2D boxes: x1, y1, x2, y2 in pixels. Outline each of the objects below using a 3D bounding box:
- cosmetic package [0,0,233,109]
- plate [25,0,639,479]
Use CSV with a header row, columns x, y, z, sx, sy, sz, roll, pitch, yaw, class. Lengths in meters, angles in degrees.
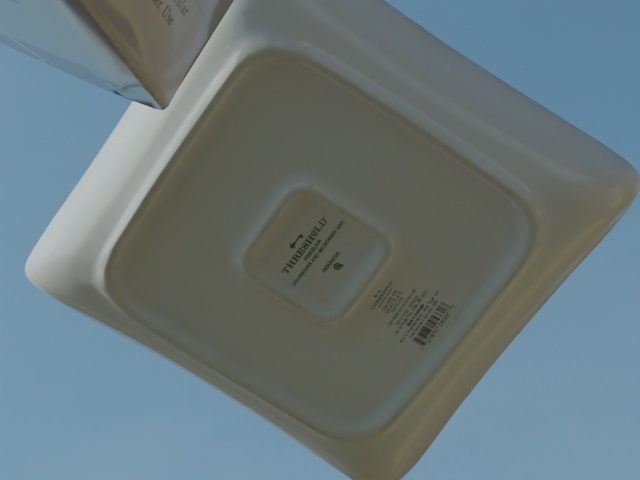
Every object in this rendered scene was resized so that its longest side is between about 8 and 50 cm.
x,y,z,sx,sy,sz,roll,pitch,yaw,class
-0.047,-0.259,0.584,0.155,0.365,0.197,25,-15,24,cosmetic package
0.000,0.000,0.945,0.278,0.045,0.277,32,-66,-10,plate
